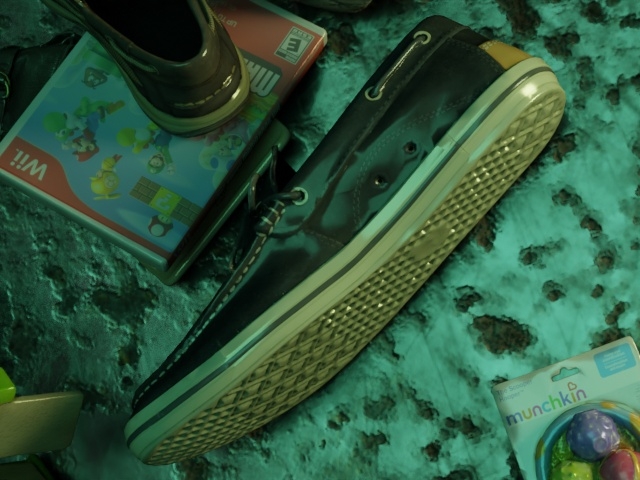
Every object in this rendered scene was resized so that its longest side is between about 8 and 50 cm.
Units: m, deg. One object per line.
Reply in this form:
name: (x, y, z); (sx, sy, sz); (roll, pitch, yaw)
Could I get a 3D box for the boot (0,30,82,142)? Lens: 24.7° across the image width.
boot: (-0.352, -0.089, 1.450); (0.229, 0.091, 0.263); (8, 84, 21)

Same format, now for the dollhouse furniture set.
dollhouse furniture set: (-0.351, 0.133, 1.405); (0.301, 0.151, 0.197); (43, 123, 43)

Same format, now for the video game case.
video game case: (-0.152, -0.132, 1.383); (0.204, 0.025, 0.285); (28, 70, 14)

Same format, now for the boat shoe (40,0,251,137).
boat shoe: (-0.189, -0.255, 1.353); (0.132, 0.130, 0.355); (-39, 70, -14)

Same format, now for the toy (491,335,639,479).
toy: (0.249, 0.216, 1.275); (0.137, 0.056, 0.237); (-22, 79, 11)

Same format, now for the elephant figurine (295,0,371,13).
elephant figurine: (0.008, -0.346, 1.372); (0.169, 0.186, 0.239); (-27, 59, 55)

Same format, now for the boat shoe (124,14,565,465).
boat shoe: (0.000, 0.000, 1.309); (0.500, 0.187, 0.156); (-47, 69, 1)

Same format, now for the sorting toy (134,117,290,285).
sorting toy: (-0.154, -0.087, 1.434); (0.208, 0.038, 0.193); (41, 95, 21)
